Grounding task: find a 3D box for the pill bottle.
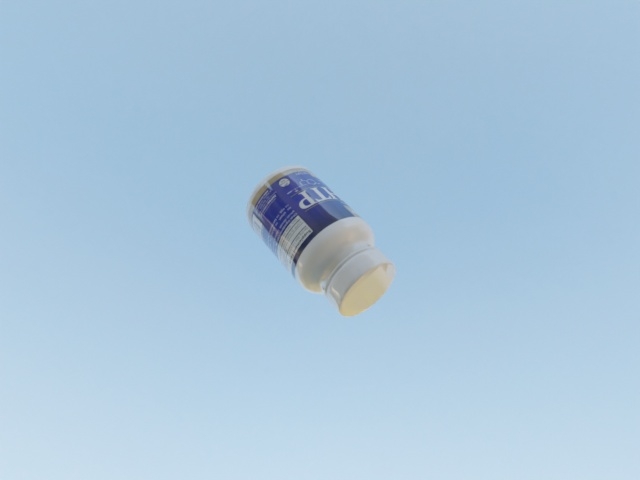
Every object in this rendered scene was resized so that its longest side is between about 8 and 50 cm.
[{"bbox_3d":[0.000,0.000,0.564,0.112,0.186,0.112,-29,-35,-23],"label":"pill bottle"}]
